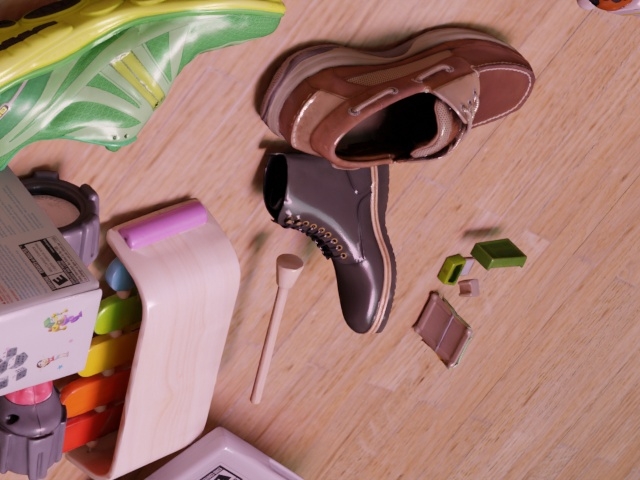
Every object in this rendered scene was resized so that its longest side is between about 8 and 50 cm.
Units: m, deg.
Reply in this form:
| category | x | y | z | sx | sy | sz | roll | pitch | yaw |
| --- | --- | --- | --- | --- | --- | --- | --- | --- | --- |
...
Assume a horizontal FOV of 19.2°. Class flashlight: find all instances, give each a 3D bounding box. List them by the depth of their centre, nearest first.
| category | x | y | z | sx | sy | sz | roll | pitch | yaw |
| --- | --- | --- | --- | --- | --- | --- | --- | --- | --- |
| flashlight | -0.258 | 0.086 | 1.710 | 0.103 | 0.103 | 0.304 | -56 | 161 | -53 |

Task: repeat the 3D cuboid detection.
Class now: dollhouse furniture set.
| category | x | y | z | sx | sy | sz | roll | pitch | yaw |
| --- | --- | --- | --- | --- | --- | --- | --- | --- | --- |
| dollhouse furniture set | 0.172 | 0.067 | 2.161 | 0.058 | 0.076 | 0.151 | -4 | 129 | -42 |

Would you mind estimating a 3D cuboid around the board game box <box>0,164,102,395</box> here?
| category | x | y | z | sx | sy | sz | roll | pitch | yaw |
| --- | --- | --- | --- | --- | --- | --- | --- | --- | --- |
| board game box | -0.357 | 0.035 | 1.458 | 0.303 | 0.224 | 0.097 | -15 | 139 | -35 |

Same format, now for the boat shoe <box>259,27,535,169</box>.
| category | x | y | z | sx | sy | sz | roll | pitch | yaw |
| --- | --- | --- | --- | --- | --- | --- | --- | --- | --- |
| boat shoe | 0.093 | -0.124 | 1.840 | 0.324 | 0.116 | 0.123 | -13 | 135 | -37 |

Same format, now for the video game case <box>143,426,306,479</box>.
| category | x | y | z | sx | sy | sz | roll | pitch | yaw |
| --- | --- | --- | --- | --- | --- | --- | --- | --- | --- |
| video game case | -0.134 | 0.356 | 2.053 | 0.329 | 0.036 | 0.300 | -37 | 133 | 17 |

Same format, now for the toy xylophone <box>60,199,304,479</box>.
| category | x | y | z | sx | sy | sz | roll | pitch | yaw |
| --- | --- | --- | --- | --- | --- | --- | --- | --- | --- |
| toy xylophone | -0.144 | 0.107 | 1.873 | 0.236 | 0.081 | 0.322 | -14 | 135 | -44 |

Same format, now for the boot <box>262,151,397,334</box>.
| category | x | y | z | sx | sy | sz | roll | pitch | yaw |
| --- | --- | --- | --- | --- | --- | --- | --- | --- | --- |
| boot | 0.000 | 0.000 | 1.869 | 0.137 | 0.077 | 0.198 | -7 | 93 | -41 |

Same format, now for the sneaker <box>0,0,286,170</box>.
| category | x | y | z | sx | sy | sz | roll | pitch | yaw |
| --- | --- | --- | --- | --- | --- | --- | --- | --- | --- |
| sneaker | -0.168 | -0.143 | 1.551 | 0.295 | 0.109 | 0.123 | -21 | 121 | -17 |

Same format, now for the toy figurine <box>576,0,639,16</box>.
| category | x | y | z | sx | sy | sz | roll | pitch | yaw |
| --- | --- | --- | --- | --- | --- | --- | --- | --- | --- |
| toy figurine | 0.274 | -0.319 | 1.736 | 0.209 | 0.213 | 0.148 | -51 | 157 | 19 |
